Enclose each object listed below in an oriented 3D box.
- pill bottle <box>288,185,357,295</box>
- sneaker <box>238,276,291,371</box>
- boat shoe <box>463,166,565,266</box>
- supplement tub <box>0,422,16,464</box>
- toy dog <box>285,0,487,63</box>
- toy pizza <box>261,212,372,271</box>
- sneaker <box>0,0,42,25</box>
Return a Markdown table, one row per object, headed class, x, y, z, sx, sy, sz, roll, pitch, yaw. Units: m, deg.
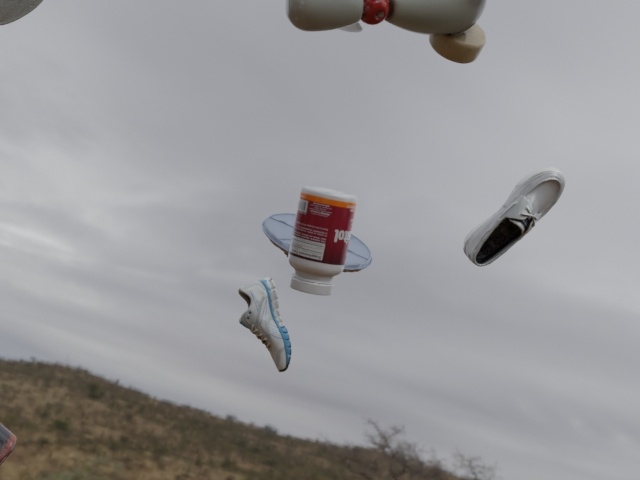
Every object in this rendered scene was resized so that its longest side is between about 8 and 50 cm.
| class | x | y | z | sx | sy | sz | roll | pitch | yaw |
| --- | --- | --- | --- | --- | --- | --- | --- | --- | --- |
| pill bottle | 0.000 | 0.000 | 1.240 | 0.086 | 0.152 | 0.086 | 11 | 7 | -1 |
| sneaker | -0.114 | 0.168 | 1.635 | 0.083 | 0.190 | 0.071 | -10 | -21 | -23 |
| boat shoe | 0.287 | -0.032 | 1.233 | 0.066 | 0.184 | 0.063 | 48 | 13 | -20 |
| supplement tub | -0.622 | 0.314 | 1.424 | 0.198 | 0.106 | 0.106 | 47 | -25 | -15 |
| toy dog | 0.106 | -0.362 | 1.182 | 0.334 | 0.161 | 0.220 | 12 | -50 | -39 |
| toy pizza | -0.008 | 0.009 | 1.449 | 0.201 | 0.032 | 0.201 | 17 | 20 | -6 |
| sneaker | -0.613 | -0.566 | 1.685 | 0.169 | 0.292 | 0.108 | 32 | -17 | 23 |
